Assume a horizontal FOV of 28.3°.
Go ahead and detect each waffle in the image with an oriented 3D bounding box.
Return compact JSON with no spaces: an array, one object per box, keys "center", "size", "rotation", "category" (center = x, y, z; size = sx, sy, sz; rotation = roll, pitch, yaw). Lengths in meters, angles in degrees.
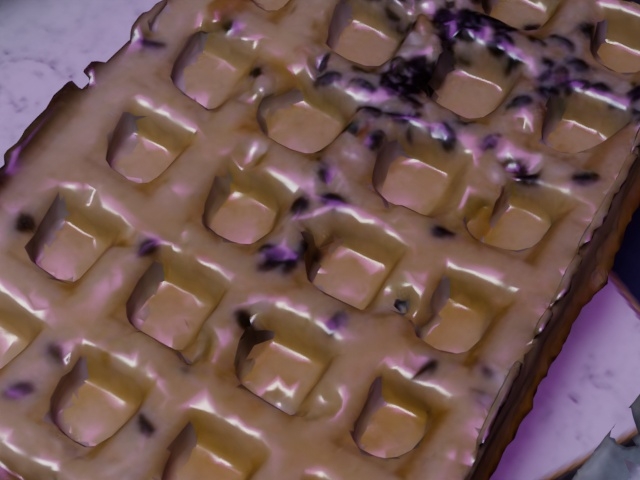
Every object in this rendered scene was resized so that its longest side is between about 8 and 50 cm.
[{"center":[0.000,0.000,0.588],"size":[0.261,0.114,0.376],"rotation":[28,60,17],"category":"waffle"}]

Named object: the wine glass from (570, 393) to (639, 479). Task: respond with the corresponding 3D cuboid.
[{"center":[0.209,0.186,0.410],"size":[0.323,0.238,0.238],"rotation":[38,63,11],"category":"wine glass"}]
